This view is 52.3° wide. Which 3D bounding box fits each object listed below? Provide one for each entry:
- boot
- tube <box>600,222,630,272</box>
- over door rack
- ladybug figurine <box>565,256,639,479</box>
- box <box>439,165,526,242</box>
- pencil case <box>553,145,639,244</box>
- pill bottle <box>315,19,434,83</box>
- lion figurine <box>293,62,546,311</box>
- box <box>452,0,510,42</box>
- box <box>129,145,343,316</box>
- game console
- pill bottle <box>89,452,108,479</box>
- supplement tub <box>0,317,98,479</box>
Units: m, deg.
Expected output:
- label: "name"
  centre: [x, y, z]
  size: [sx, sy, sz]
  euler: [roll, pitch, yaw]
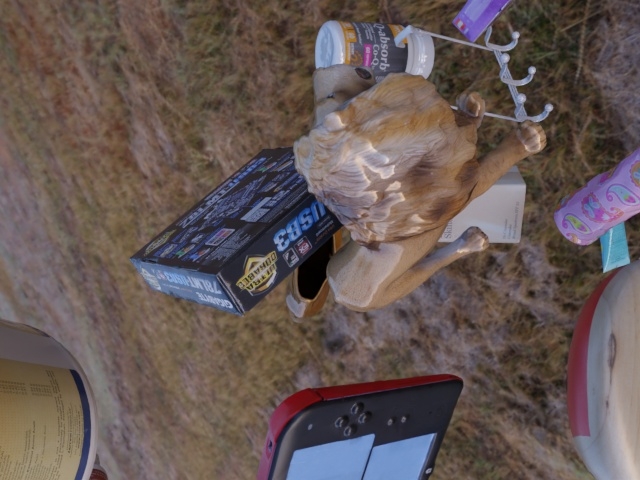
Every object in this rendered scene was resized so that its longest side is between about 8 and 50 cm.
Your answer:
- label: "boot"
  centre: [-0.001, 0.000, 1.193]
  size: [0.104, 0.295, 0.211]
  euler: [12, 157, -4]
- label: "tube"
  centre: [0.659, -0.034, 1.474]
  size: [0.052, 0.080, 0.207]
  euler: [-153, 48, -72]
- label: "over door rack"
  centre: [0.357, -0.385, 1.474]
  size: [0.108, 0.324, 0.239]
  euler: [125, 136, -57]
- label: "ladybug figurine"
  centre: [0.559, 0.242, 1.167]
  size: [0.305, 0.449, 0.162]
  euler: [24, 160, -28]
- label: "box"
  centre: [0.280, -0.082, 1.443]
  size: [0.121, 0.311, 0.148]
  euler: [-78, -14, -63]
- label: "pencil case"
  centre: [0.595, -0.091, 1.291]
  size: [0.124, 0.124, 0.284]
  euler: [56, 150, 9]
- label: "pill bottle"
  centre: [0.138, -0.474, 1.666]
  size: [0.162, 0.278, 0.162]
  euler: [175, 90, -69]
- label: "lion figurine"
  centre: [0.074, -0.014, 0.652]
  size: [0.142, 0.240, 0.392]
  euler: [42, 149, 28]
- label: "box"
  centre: [0.365, -0.483, 1.090]
  size: [0.057, 0.293, 0.201]
  euler: [45, 163, 0]
- label: "box"
  centre: [-0.089, -0.032, 0.911]
  size: [0.293, 0.295, 0.073]
  euler: [3, 130, 55]
- label: "game console"
  centre: [0.049, 0.392, 1.052]
  size: [0.060, 0.342, 0.386]
  euler: [48, 129, 53]
- label: "pill bottle"
  centre: [-0.536, 0.583, 1.467]
  size: [0.216, 0.121, 0.121]
  euler: [-123, 18, -50]
- label: "supplement tub"
  centre: [-0.339, 0.153, 0.495]
  size: [0.228, 0.228, 0.316]
  euler: [51, 177, 18]
